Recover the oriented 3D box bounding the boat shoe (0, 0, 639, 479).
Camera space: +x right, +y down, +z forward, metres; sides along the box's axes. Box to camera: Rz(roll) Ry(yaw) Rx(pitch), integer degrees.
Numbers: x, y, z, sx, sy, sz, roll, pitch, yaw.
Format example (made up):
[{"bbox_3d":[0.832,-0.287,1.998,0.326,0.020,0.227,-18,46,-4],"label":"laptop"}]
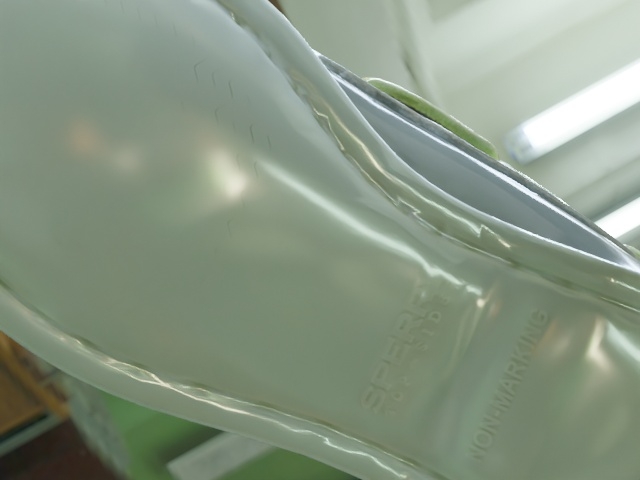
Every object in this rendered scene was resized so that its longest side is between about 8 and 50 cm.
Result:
[{"bbox_3d":[-0.002,0.004,0.446,0.305,0.109,0.091,29,2,-4],"label":"boat shoe"}]
